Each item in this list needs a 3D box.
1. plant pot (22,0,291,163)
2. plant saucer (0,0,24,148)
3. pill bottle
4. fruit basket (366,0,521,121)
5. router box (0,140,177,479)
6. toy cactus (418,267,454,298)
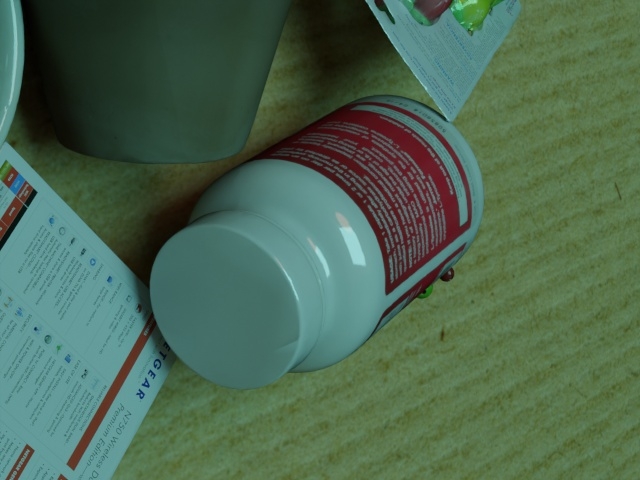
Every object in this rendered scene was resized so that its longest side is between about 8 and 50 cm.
[{"bbox_3d":[-0.161,-0.230,1.519,0.323,0.323,0.280,-13,112,-48],"label":"plant pot"},{"bbox_3d":[-0.441,-0.186,1.325,0.400,0.100,0.401,6,83,-48],"label":"plant saucer"},{"bbox_3d":[0.000,0.000,1.657,0.407,0.229,0.229,-35,113,-56],"label":"pill bottle"},{"bbox_3d":[0.106,-0.340,1.848,0.327,0.165,0.353,53,41,-15],"label":"fruit basket"},{"bbox_3d":[-0.307,0.130,1.463,0.301,0.082,0.335,51,53,-33],"label":"router box"},{"bbox_3d":[0.137,-0.044,1.970,0.180,0.112,0.219,-20,94,-57],"label":"toy cactus"}]
